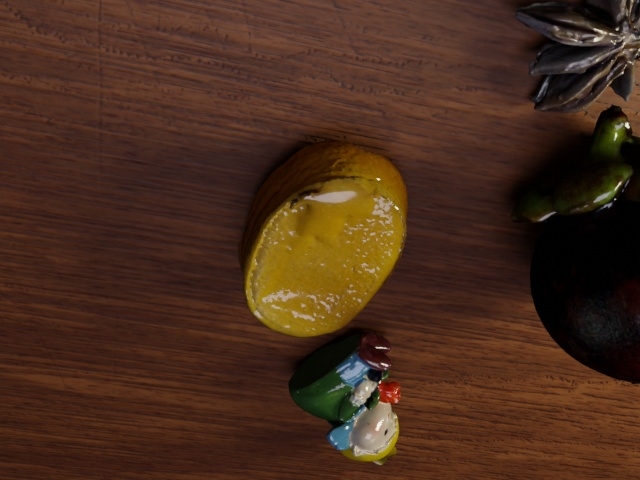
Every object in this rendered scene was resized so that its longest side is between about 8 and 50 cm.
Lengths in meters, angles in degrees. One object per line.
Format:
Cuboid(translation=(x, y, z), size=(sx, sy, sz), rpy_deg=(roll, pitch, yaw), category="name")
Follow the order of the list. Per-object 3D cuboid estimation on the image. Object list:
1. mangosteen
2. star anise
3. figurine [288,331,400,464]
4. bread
Cuboid(translation=(0.406, 0.026, 0.859), size=(0.311, 0.311, 0.311), rpy_deg=(-2, 124, -2), category="mangosteen")
Cuboid(translation=(0.325, -0.241, 0.784), size=(0.229, 0.093, 0.236), rpy_deg=(9, 126, -17), category="star anise")
Cuboid(translation=(0.077, 0.263, 1.101), size=(0.185, 0.127, 0.234), rpy_deg=(-37, 109, 11), category="figurine")
Cuboid(translation=(0.000, 0.000, 0.893), size=(0.195, 0.142, 0.269), rpy_deg=(24, 118, -16), category="bread")
